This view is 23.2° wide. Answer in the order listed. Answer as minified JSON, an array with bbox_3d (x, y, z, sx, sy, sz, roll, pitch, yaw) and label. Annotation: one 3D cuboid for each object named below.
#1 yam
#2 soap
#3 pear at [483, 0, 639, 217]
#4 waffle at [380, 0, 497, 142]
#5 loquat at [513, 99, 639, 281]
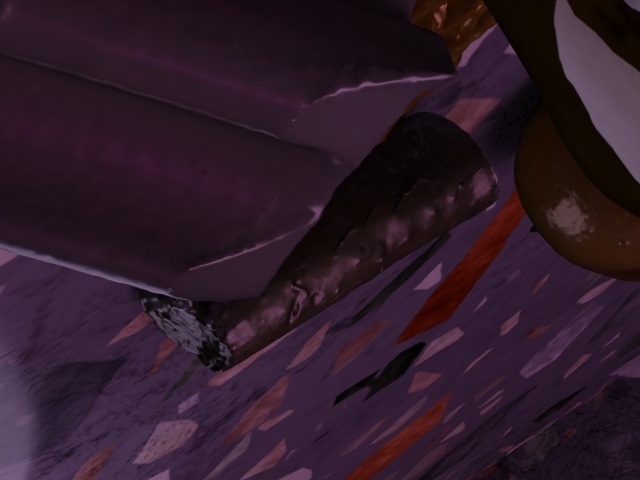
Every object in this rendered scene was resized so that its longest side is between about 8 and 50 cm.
[{"bbox_3d":[0.000,0.000,1.098,0.259,0.093,0.093,-32,161,-23],"label":"yam"},{"bbox_3d":[-0.116,-0.132,0.619,0.302,0.257,0.159,18,137,-15],"label":"soap"},{"bbox_3d":[0.224,-0.173,0.587,0.362,0.362,0.418,-23,131,-43],"label":"pear"},{"bbox_3d":[0.036,-0.116,0.941,0.229,0.057,0.219,-31,161,-27],"label":"waffle"},{"bbox_3d":[0.265,-0.056,1.330,0.213,0.213,0.213,-35,162,-13],"label":"loquat"}]
